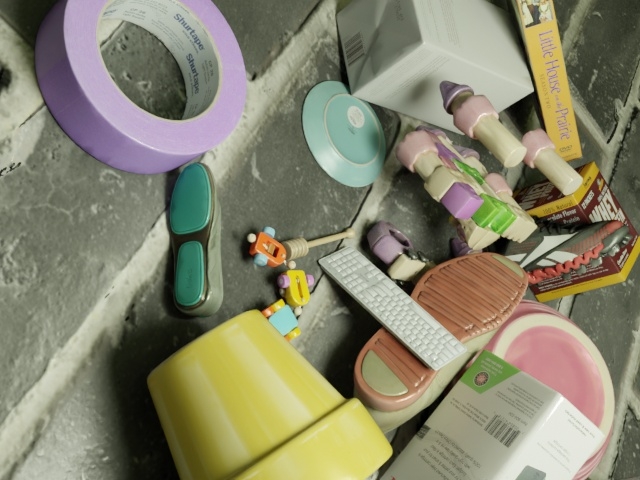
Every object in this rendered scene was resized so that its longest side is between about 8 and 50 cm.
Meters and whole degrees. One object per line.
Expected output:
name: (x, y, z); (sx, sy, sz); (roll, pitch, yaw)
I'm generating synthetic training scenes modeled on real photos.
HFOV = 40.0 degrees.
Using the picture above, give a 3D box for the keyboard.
keyboard: (0.105, 0.096, 1.315); (0.072, 0.014, 0.256); (-29, 57, -31)

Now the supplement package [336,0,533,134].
supplement package: (0.201, -0.327, 1.540); (0.293, 0.175, 0.177); (12, 59, -39)

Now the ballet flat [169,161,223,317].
ballet flat: (-0.164, 0.001, 1.188); (0.068, 0.072, 0.213); (37, 49, -62)

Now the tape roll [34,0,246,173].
tape roll: (-0.235, -0.231, 1.180); (0.275, 0.090, 0.274); (15, 66, -39)

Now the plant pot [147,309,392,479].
plant pot: (-0.080, 0.225, 1.065); (0.254, 0.254, 0.239); (-24, 78, -44)

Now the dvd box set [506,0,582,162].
dvd box set: (0.402, -0.393, 1.655); (0.307, 0.062, 0.420); (-93, 162, -44)

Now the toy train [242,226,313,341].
toy train: (-0.074, 0.071, 1.251); (0.125, 0.046, 0.166); (30, 54, -30)

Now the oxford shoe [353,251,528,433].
oxford shoe: (0.182, 0.154, 1.385); (0.140, 0.146, 0.397); (38, 52, 26)

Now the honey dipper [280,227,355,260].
honey dipper: (0.000, 0.000, 1.354); (0.161, 0.030, 0.030); (-17, 87, -47)

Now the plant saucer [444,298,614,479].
plant saucer: (0.367, 0.253, 1.469); (0.332, 0.084, 0.331); (9, 69, -22)

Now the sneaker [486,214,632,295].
sneaker: (0.407, 0.006, 1.554); (0.098, 0.276, 0.135); (-20, 85, -49)

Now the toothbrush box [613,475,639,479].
toothbrush box: (0.477, 0.513, 1.440); (0.296, 0.126, 0.216); (-7, 78, -8)

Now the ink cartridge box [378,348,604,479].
ink cartridge box: (0.234, 0.319, 1.259); (0.115, 0.198, 0.272); (41, 85, -25)

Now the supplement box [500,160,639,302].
supplement box: (0.468, -0.013, 1.672); (0.194, 0.191, 0.129); (55, 47, -12)

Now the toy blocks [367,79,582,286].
toy blocks: (0.216, -0.108, 1.496); (0.289, 0.309, 0.260); (14, 33, -51)

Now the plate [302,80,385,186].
plate: (0.048, -0.181, 1.465); (0.188, 0.024, 0.188); (15, 65, -37)
